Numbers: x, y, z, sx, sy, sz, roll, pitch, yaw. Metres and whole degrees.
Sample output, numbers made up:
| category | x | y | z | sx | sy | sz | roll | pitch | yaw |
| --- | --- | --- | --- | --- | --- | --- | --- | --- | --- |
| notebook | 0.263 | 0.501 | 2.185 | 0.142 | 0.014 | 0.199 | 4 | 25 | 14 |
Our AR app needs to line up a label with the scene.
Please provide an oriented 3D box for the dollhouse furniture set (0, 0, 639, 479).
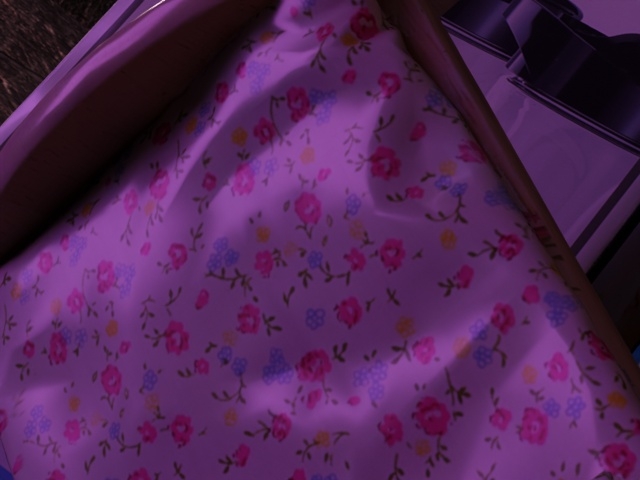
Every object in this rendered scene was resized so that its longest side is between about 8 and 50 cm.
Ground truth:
| category | x | y | z | sx | sy | sz | roll | pitch | yaw |
| --- | --- | --- | --- | --- | --- | --- | --- | --- | --- |
| dollhouse furniture set | -0.030 | -0.034 | 0.323 | 0.355 | 0.303 | 0.174 | -39 | -35 | 18 |

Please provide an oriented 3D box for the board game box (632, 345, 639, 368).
| category | x | y | z | sx | sy | sz | roll | pitch | yaw |
| --- | --- | --- | --- | --- | --- | --- | --- | --- | --- |
| board game box | 0.088 | 0.019 | 0.763 | 0.308 | 0.086 | 0.302 | -50 | 2 | 44 |

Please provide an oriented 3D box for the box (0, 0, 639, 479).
| category | x | y | z | sx | sy | sz | roll | pitch | yaw |
| --- | --- | --- | --- | --- | --- | --- | --- | --- | --- |
| box | 0.000 | 0.000 | 0.506 | 0.290 | 0.169 | 0.087 | -49 | -26 | -17 |
